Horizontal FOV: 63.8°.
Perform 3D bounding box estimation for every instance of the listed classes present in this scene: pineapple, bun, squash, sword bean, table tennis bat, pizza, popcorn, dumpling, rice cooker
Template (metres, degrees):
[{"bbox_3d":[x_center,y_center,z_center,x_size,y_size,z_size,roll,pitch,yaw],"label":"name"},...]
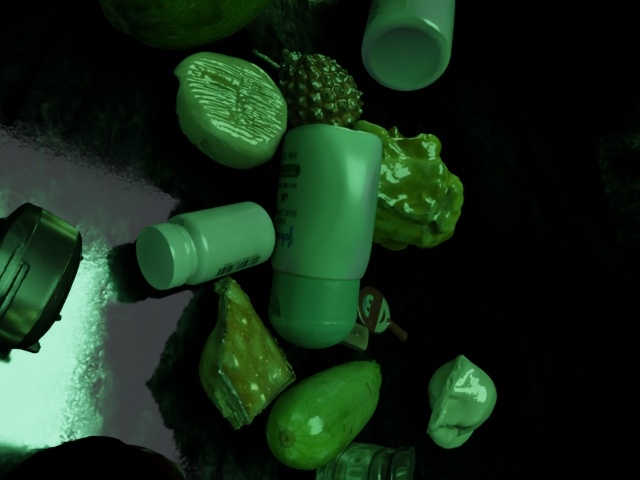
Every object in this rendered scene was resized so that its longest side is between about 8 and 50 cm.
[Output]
[{"bbox_3d":[-0.012,-0.289,0.997,0.193,0.166,0.166,51,45,-20],"label":"pineapple"},{"bbox_3d":[-0.156,-0.204,0.833,0.193,0.128,0.179,18,61,-28],"label":"bun"},{"bbox_3d":[-0.194,-0.434,0.758,0.310,0.310,0.309,42,50,-27],"label":"squash"},{"bbox_3d":[-0.102,-0.361,1.035,0.083,0.012,0.012,24,58,-38],"label":"sword bean"},{"bbox_3d":[0.026,0.260,0.819,0.370,0.118,0.118,3,70,-69],"label":"squash"},{"bbox_3d":[0.126,0.159,1.062,0.154,0.019,0.098,42,48,-23],"label":"table tennis bat"},{"bbox_3d":[-0.130,0.162,0.750,0.204,0.080,0.188,62,19,-3],"label":"pizza"},{"bbox_3d":[0.139,-0.102,1.003,0.286,0.252,0.215,16,26,-10],"label":"popcorn"},{"bbox_3d":[0.295,0.357,1.101,0.179,0.131,0.252,-59,141,-20],"label":"dumpling"},{"bbox_3d":[-0.329,0.041,0.557,0.106,0.112,0.165,31,54,-42],"label":"rice cooker"}]

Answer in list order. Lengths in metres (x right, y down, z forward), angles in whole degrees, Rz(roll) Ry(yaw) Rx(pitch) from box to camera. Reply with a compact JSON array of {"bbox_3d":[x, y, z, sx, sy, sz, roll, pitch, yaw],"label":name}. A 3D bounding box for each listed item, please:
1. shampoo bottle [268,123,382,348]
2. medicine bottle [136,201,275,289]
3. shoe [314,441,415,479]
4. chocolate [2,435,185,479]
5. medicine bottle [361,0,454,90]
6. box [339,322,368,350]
[{"bbox_3d":[0.000,0.000,0.832,0.151,0.222,0.350,4,94,-27],"label":"shampoo bottle"},{"bbox_3d":[-0.163,0.005,0.753,0.186,0.102,0.103,-19,88,-48],"label":"medicine bottle"},{"bbox_3d":[0.073,0.386,0.848,0.293,0.149,0.109,61,34,-61],"label":"shoe"},{"bbox_3d":[-0.209,0.373,0.471,0.210,0.225,0.340,72,18,-57],"label":"chocolate"},{"bbox_3d":[0.235,-0.594,1.331,0.219,0.219,0.388,34,52,-33],"label":"medicine bottle"},{"bbox_3d":[0.046,0.170,0.965,0.115,0.025,0.048,30,53,-35],"label":"box"}]
